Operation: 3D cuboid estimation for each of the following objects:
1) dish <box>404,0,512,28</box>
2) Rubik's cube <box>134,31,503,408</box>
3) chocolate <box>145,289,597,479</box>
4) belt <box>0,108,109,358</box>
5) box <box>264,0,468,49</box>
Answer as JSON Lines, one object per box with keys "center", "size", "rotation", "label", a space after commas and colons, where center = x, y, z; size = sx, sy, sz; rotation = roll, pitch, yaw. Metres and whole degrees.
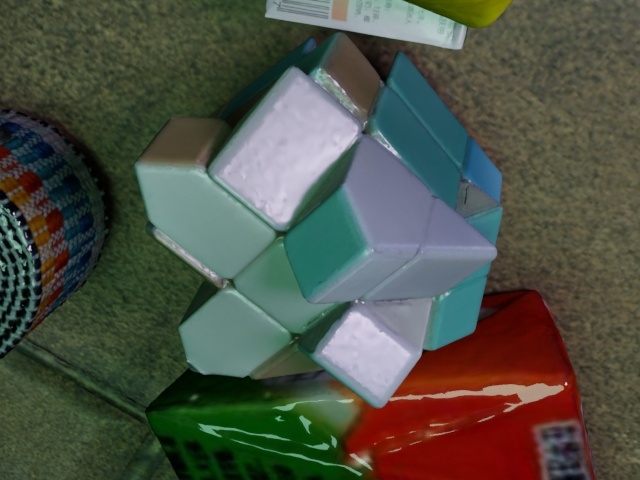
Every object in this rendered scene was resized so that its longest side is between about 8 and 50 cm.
{"center": [0.058, -0.199, 0.414], "size": [0.148, 0.080, 0.208], "rotation": [-16, 117, 21], "label": "dish"}
{"center": [0.000, 0.000, 0.555], "size": [0.224, 0.213, 0.265], "rotation": [-32, 113, 33], "label": "Rubik's cube"}
{"center": [0.076, 0.228, 0.715], "size": [0.341, 0.161, 0.360], "rotation": [-9, 119, 20], "label": "chocolate"}
{"center": [-0.318, 0.003, 0.691], "size": [0.257, 0.150, 0.207], "rotation": [-28, 102, 27], "label": "belt"}
{"center": [0.044, -0.230, 0.490], "size": [0.135, 0.081, 0.199], "rotation": [12, 125, 7], "label": "box"}
